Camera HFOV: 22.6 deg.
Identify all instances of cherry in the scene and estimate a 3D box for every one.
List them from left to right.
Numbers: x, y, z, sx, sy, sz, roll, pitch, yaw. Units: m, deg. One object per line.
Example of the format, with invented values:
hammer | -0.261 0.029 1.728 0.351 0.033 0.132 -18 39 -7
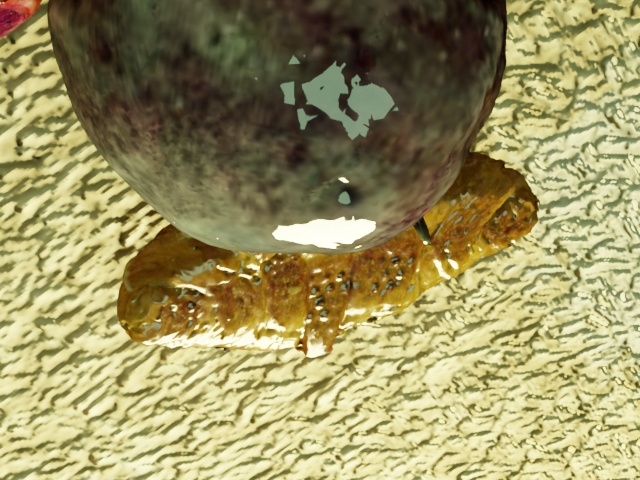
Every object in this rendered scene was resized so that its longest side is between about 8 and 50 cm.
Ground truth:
cherry | -0.020 -0.081 0.678 0.195 0.195 0.195 -14 128 -19

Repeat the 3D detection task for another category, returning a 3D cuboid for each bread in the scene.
bread | 0.000 0.000 0.817 0.233 0.076 0.105 -15 131 -20

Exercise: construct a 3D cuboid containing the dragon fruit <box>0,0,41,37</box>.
dragon fruit | -0.172 -0.106 0.649 0.112 0.126 0.068 -18 89 -12
